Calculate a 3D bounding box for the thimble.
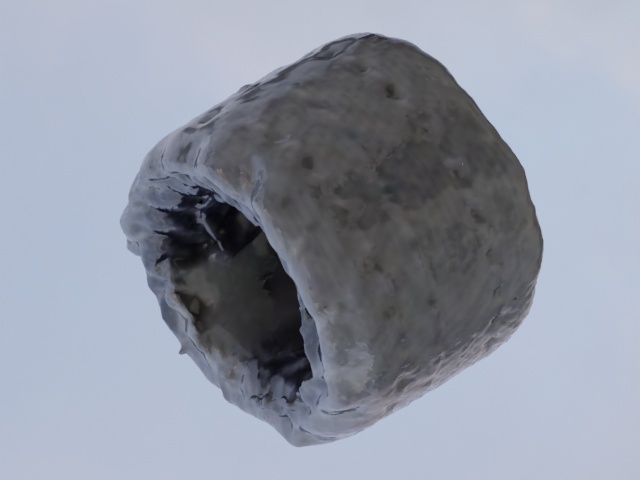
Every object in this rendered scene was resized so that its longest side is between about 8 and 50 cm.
[{"bbox_3d":[0.000,0.000,1.099,0.157,0.245,0.217,-28,-74,-26],"label":"thimble"}]
